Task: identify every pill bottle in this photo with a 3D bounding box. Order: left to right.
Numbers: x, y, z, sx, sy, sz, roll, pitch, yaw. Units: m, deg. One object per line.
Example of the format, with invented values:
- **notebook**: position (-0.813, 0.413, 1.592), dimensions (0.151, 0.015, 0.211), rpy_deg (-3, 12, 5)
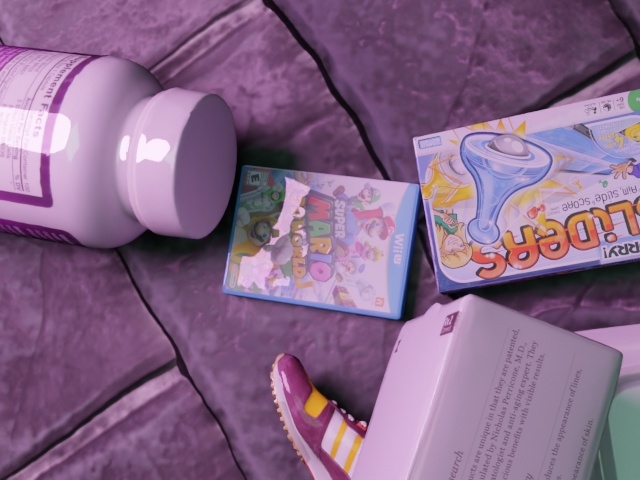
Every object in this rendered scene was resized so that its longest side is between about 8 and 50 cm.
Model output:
- **pill bottle**: position (-0.235, -0.084, 0.900), dimensions (0.301, 0.169, 0.169), rpy_deg (9, 86, 17)

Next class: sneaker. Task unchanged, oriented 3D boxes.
- **sneaker**: position (0.026, 0.169, 0.849), dimensions (0.084, 0.069, 0.185), rpy_deg (-27, 82, 3)

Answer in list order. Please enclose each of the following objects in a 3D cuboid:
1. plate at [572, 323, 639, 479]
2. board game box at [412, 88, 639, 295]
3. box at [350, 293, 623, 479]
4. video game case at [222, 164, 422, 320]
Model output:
- **plate**: position (0.319, 0.188, 0.766), dimensions (0.277, 0.045, 0.278), rpy_deg (-11, 81, 14)
- **board game box**: position (0.186, -0.038, 0.838), dimensions (0.201, 0.035, 0.136), rpy_deg (-12, 80, 15)
- **box**: position (0.106, 0.149, 0.732), dimensions (0.119, 0.181, 0.182), rpy_deg (21, 77, -5)
- **video game case**: position (0.000, 0.000, 0.899), dimensions (0.166, 0.015, 0.119), rpy_deg (7, 85, 17)
